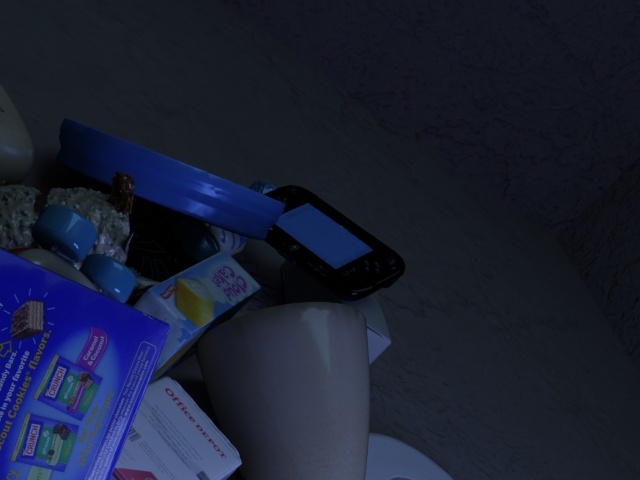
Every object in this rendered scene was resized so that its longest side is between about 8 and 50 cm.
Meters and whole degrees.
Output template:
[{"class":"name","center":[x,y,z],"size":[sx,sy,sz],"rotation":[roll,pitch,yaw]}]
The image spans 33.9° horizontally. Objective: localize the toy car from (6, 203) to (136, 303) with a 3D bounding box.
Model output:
[{"class":"toy car","center":[-0.395,0.077,1.297],"size":[0.238,0.219,0.210],"rotation":[13,-28,29]}]

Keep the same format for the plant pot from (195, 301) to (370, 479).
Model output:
[{"class":"plant pot","center":[-0.032,0.265,1.500],"size":[0.256,0.256,0.274],"rotation":[18,52,-48]}]

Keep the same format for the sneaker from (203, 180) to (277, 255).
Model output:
[{"class":"sneaker","center":[-0.148,-0.058,2.034],"size":[0.091,0.126,0.240],"rotation":[41,20,-6]}]

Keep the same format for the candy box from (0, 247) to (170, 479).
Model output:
[{"class":"candy box","center":[-0.353,0.144,1.076],"size":[0.317,0.268,0.122],"rotation":[30,-16,-33]}]

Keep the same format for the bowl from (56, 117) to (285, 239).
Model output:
[{"class":"bowl","center":[-0.254,-0.097,1.752],"size":[0.391,0.077,0.391],"rotation":[22,0,0]}]

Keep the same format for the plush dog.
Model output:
[{"class":"plush dog","center":[-0.385,-0.010,1.470],"size":[0.225,0.210,0.262],"rotation":[6,31,-15]}]

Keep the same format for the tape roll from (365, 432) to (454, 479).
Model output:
[{"class":"tape roll","center":[0.152,0.472,1.629],"size":[0.392,0.072,0.392],"rotation":[36,22,-18]}]

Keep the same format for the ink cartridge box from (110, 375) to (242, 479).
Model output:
[{"class":"ink cartridge box","center":[-0.218,0.275,1.310],"size":[0.158,0.092,0.218],"rotation":[47,23,11]}]

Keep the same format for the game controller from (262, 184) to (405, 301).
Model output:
[{"class":"game controller","center":[0.000,0.000,1.925],"size":[0.319,0.067,0.166],"rotation":[36,35,31]}]

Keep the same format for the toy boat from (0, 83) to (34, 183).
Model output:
[{"class":"toy boat","center":[-0.577,-0.188,1.523],"size":[0.267,0.148,0.318],"rotation":[57,16,20]}]

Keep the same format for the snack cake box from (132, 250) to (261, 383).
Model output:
[{"class":"snack cake box","center":[-0.209,0.118,1.545],"size":[0.089,0.152,0.264],"rotation":[45,21,5]}]

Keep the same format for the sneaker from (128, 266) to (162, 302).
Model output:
[{"class":"sneaker","center":[-0.289,0.066,1.645],"size":[0.135,0.052,0.058],"rotation":[20,27,-47]}]

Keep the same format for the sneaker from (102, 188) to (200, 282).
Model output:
[{"class":"sneaker","center":[-0.276,0.006,1.709],"size":[0.267,0.106,0.101],"rotation":[29,22,-36]}]

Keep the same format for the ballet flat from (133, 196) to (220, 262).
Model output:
[{"class":"ballet flat","center":[-0.273,-0.028,1.842],"size":[0.221,0.077,0.079],"rotation":[27,6,-35]}]

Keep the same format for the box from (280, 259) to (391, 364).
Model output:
[{"class":"box","center":[0.023,0.116,1.984],"size":[0.121,0.148,0.311],"rotation":[33,24,-25]}]
